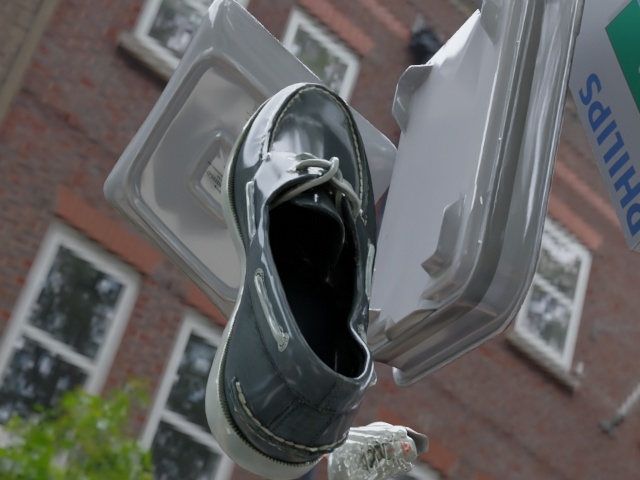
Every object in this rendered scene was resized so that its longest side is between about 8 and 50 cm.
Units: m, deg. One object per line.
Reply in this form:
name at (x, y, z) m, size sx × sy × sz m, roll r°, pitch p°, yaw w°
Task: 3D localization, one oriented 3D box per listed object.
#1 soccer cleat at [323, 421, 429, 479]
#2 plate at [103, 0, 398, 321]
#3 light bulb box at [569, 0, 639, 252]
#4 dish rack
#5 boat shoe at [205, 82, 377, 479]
soccer cleat at (0.058, 0.223, 1.538) m, size 0.076 × 0.068 × 0.196 m, roll -3°, pitch 3°, yaw 19°
plate at (-0.089, -0.065, 1.519) m, size 0.277 × 0.045 × 0.278 m, roll 44°, pitch -64°, yaw 20°
light bulb box at (0.418, -0.164, 1.290) m, size 0.361 × 0.358 × 0.225 m, roll 9°, pitch -39°, yaw -30°
dish rack at (0.111, -0.060, 1.237) m, size 0.072 × 0.332 × 0.285 m, roll 18°, pitch -23°, yaw -14°
boat shoe at (0.000, 0.000, 0.945) m, size 0.116 × 0.319 × 0.099 m, roll 25°, pitch -46°, yaw -18°
